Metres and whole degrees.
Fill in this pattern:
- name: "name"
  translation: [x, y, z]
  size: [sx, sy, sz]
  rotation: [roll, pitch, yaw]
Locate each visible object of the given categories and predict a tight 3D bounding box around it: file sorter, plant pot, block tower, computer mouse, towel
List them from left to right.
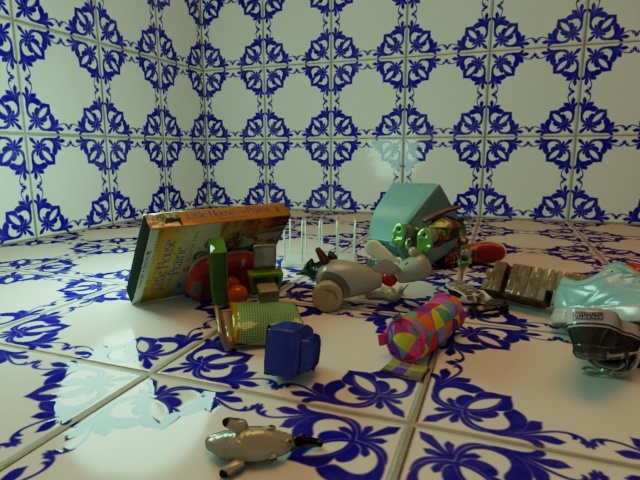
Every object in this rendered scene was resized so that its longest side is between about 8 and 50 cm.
- name: "file sorter"
  translation: [0.000, 0.000, 1.819]
  size: [0.277, 0.173, 0.193]
  rotation: [0, 10, 3]
- name: "towel"
  translation: [0.164, 0.247, 0.926]
  size: [0.083, 0.009, 0.060]
  rotation: [7, 13, 33]
- name: "plant pot"
  translation: [0.324, -0.034, 1.750]
  size: [0.252, 0.247, 0.248]
  rotation: [-48, 28, -18]
- name: "computer mouse"
  translation: [0.414, 0.160, 1.321]
  size: [0.106, 0.042, 0.193]
  rotation: [-8, 18, -16]
- name: "block tower"
  translation: [0.600, 0.130, 1.248]
  size: [0.335, 0.091, 0.097]
  rotation: [10, -16, 43]

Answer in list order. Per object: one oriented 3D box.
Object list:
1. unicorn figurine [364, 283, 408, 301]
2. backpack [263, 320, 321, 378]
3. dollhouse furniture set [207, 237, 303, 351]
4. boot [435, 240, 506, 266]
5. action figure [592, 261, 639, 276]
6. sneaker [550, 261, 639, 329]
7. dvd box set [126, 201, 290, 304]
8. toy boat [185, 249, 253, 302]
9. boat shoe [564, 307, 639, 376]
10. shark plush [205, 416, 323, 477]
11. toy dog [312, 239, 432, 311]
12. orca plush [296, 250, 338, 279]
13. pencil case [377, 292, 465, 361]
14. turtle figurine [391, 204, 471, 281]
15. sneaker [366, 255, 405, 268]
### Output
- name: "unicorn figurine"
  translation: [0.183, 0.143, 1.386]
  size: [0.162, 0.060, 0.111]
  rotation: [-12, 17, 17]
- name: "backpack"
  translation: [-0.050, 0.209, 0.917]
  size: [0.101, 0.098, 0.120]
  rotation: [11, 0, 10]
- name: "dollhouse furniture set"
  translation: [-0.154, 0.111, 1.138]
  size: [0.197, 0.151, 0.301]
  rotation: [-3, 22, -16]
- name: "boot"
  translation: [0.540, 0.056, 1.761]
  size: [0.244, 0.088, 0.176]
  rotation: [-2, 8, 36]
- name: "action figure"
  translation: [0.777, 0.145, 1.310]
  size: [0.280, 0.139, 0.091]
  rotation: [-20, 7, 19]
- name: "sneaker"
  translation: [0.649, 0.108, 1.000]
  size: [0.135, 0.150, 0.366]
  rotation: [18, -17, -30]
- name: "dvd box set"
  translation: [-0.316, 0.032, 1.379]
  size: [0.420, 0.308, 0.062]
  rotation: [-8, 51, -39]
- name: "toy boat"
  translation: [-0.249, 0.122, 1.345]
  size: [0.231, 0.151, 0.151]
  rotation: [-8, 44, -35]
- name: "boat shoe"
  translation: [0.542, 0.202, 0.906]
  size: [0.113, 0.105, 0.306]
  rotation: [-6, -19, 36]
- name: "shark plush"
  translation: [-0.079, 0.275, 0.674]
  size: [0.161, 0.073, 0.067]
  rotation: [-8, -18, -16]
- name: "toy dog"
  translation: [0.115, 0.065, 1.309]
  size: [0.333, 0.161, 0.220]
  rotation: [-21, 16, -14]
- name: "orca plush"
  translation: [0.042, 0.080, 1.573]
  size: [0.151, 0.102, 0.287]
  rotation: [-6, 12, -31]
- name: "pencil case"
  translation: [0.227, 0.183, 1.042]
  size: [0.104, 0.104, 0.236]
  rotation: [8, 12, 38]
- name: "turtle figurine"
  translation: [0.338, 0.032, 1.441]
  size: [0.266, 0.275, 0.198]
  rotation: [3, 43, -44]
- name: "sneaker"
  translation: [0.243, 0.092, 1.653]
  size: [0.178, 0.072, 0.077]
  rotation: [13, 3, 22]
